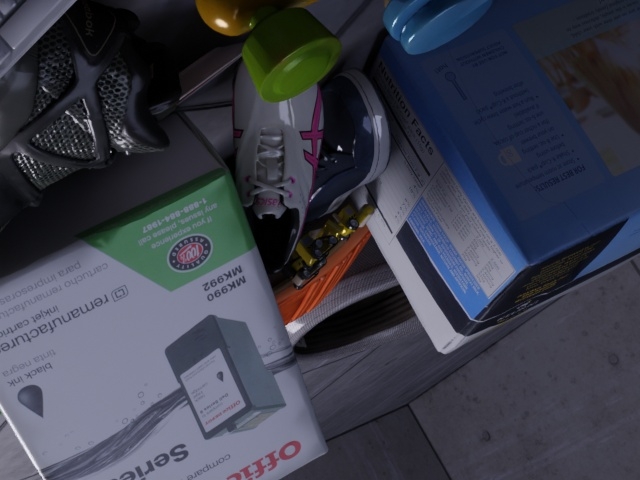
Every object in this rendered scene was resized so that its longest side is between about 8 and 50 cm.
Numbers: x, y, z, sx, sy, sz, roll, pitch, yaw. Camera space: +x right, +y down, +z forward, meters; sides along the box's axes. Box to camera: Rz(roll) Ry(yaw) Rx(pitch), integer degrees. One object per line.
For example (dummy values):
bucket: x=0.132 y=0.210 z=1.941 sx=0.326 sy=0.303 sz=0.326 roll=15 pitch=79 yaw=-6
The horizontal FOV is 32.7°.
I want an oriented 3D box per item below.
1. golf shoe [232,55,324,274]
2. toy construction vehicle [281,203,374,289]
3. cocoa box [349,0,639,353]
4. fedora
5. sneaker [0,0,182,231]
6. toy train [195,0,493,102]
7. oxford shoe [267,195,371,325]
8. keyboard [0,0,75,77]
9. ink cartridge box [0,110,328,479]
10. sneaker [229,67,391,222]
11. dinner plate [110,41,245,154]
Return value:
golf shoe: x=-0.030 y=-0.059 z=0.805 sx=0.068 sy=0.086 sz=0.186 roll=-2 pitch=131 yaw=-2
toy construction vehicle: x=0.000 y=0.000 z=0.986 sx=0.098 sy=0.035 sz=0.086 roll=-41 pitch=172 yaw=-38
cocoa box: x=0.225 y=-0.093 z=0.988 sx=0.347 sy=0.231 sz=0.228 roll=-24 pitch=163 yaw=-20
fedora: x=0.047 y=0.044 z=1.310 sx=0.275 sy=0.124 sz=0.243 roll=-13 pitch=157 yaw=-29
sneaker: x=-0.158 y=-0.057 z=0.643 sx=0.130 sy=0.087 sz=0.227 roll=1 pitch=145 yaw=-30
toy train: x=-0.046 y=-0.128 z=0.543 sx=0.248 sy=0.143 sz=0.105 roll=-26 pitch=164 yaw=-13
oxford shoe: x=-0.059 y=0.021 z=1.081 sx=0.364 sy=0.133 sz=0.130 roll=-41 pitch=168 yaw=-41
keyboard: x=-0.110 y=-0.155 z=0.480 sx=0.256 sy=0.072 sz=0.014 roll=-37 pitch=180 yaw=26
ink cartridge box: x=-0.136 y=0.082 z=0.823 sx=0.211 sy=0.121 sz=0.289 roll=-27 pitch=127 yaw=-13
sneaker: x=-0.040 y=-0.050 z=0.920 sx=0.163 sy=0.086 sz=0.226 roll=-25 pitch=166 yaw=-26
dinner plate: x=-0.101 y=-0.095 z=0.722 sx=0.141 sy=0.017 sz=0.141 roll=-35 pitch=-169 yaw=8
